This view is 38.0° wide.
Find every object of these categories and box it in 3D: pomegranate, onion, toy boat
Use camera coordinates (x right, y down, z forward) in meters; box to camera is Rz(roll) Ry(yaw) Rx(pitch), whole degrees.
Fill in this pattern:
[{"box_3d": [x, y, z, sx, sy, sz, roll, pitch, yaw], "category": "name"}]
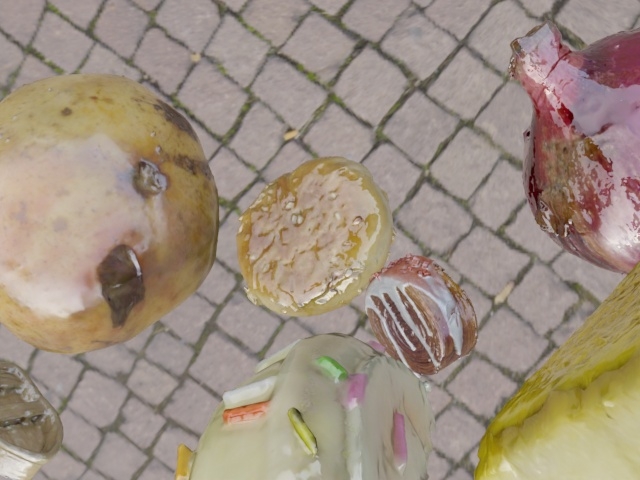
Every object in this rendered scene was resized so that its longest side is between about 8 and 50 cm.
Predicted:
[{"box_3d": [-0.239, -0.030, 0.929, 0.281, 0.281, 0.281, 4, 106, 12], "category": "pomegranate"}, {"box_3d": [0.377, -0.148, 1.184, 0.385, 0.348, 0.348, 35, 112, -23], "category": "onion"}, {"box_3d": [-0.411, 0.241, 1.220, 0.188, 0.116, 0.061, 42, 112, 33], "category": "toy boat"}]

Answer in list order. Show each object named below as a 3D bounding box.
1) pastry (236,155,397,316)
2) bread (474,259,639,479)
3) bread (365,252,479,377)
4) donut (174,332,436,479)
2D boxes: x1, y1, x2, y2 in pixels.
[{"box_3d": [0.000, 0.000, 1.708, 0.316, 0.184, 0.284, -35, 61, 20], "category": "pastry"}, {"box_3d": [0.249, 0.016, 0.407, 0.143, 0.333, 0.323, 47, 154, 7], "category": "bread"}, {"box_3d": [0.128, 0.098, 1.219, 0.160, 0.073, 0.160, 40, 146, 35], "category": "bread"}, {"box_3d": [0.015, 0.240, 0.642, 0.150, 0.307, 0.371, -18, 61, 15], "category": "donut"}]
